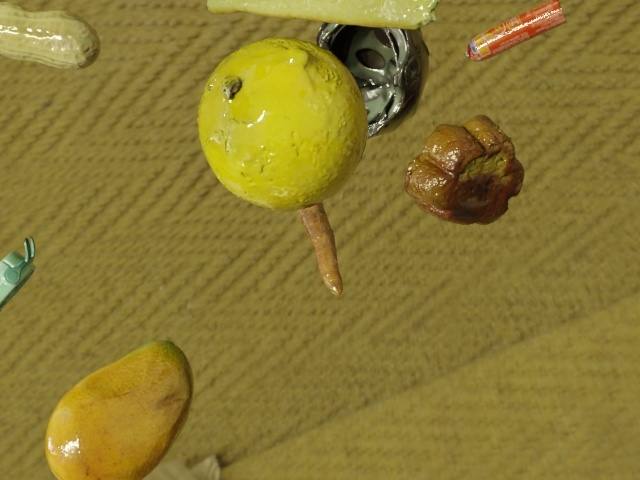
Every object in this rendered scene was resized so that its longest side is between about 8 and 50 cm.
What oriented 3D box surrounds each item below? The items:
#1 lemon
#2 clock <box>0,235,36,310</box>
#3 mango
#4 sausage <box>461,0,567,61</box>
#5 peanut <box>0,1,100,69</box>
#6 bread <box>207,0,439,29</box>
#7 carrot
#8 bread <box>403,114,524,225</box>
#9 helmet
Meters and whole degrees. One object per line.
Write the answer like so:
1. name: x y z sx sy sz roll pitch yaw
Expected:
1. lemon: -0.036 -0.114 0.975 0.173 0.206 0.174 -2 71 7
2. clock: -0.444 0.055 1.351 0.041 0.101 0.135 41 87 -6
3. mango: -0.192 0.178 0.942 0.165 0.089 0.115 -30 90 -26
4. sausage: 0.233 -0.252 1.161 0.129 0.034 0.034 -23 101 17
5. peanut: -0.457 -0.335 1.547 0.214 0.090 0.099 11 68 4
6. bread: 0.003 -0.422 1.349 0.244 0.361 0.233 -12 115 -22
7. carrot: 0.002 -0.001 1.194 0.035 0.035 0.165 -26 61 11
8. bread: 0.292 -0.139 1.924 0.246 0.135 0.232 9 112 -32
9. helmet: 0.120 -0.346 1.897 0.225 0.177 0.306 37 121 31
